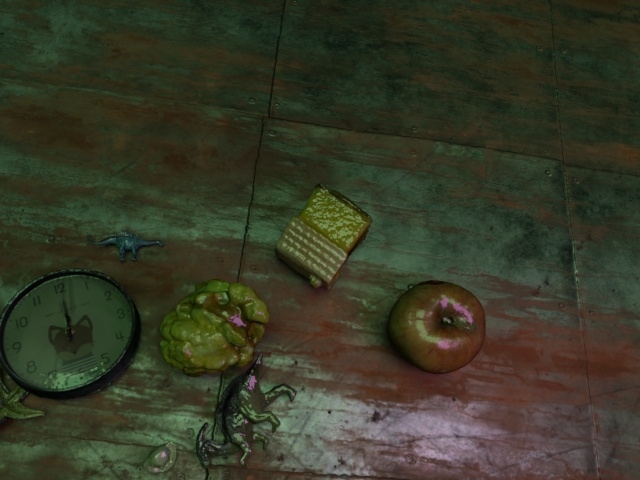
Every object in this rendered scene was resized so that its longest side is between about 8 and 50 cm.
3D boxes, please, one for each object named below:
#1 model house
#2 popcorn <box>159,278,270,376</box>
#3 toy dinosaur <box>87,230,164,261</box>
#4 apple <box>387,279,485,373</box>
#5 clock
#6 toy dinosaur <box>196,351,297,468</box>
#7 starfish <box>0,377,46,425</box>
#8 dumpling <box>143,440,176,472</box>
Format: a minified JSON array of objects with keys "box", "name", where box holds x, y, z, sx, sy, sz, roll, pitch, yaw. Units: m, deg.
[{"box":[0.000,0.000,1.425,0.194,0.174,0.234,34,64,6],"name":"model house"},{"box":[-0.256,0.219,1.267,0.235,0.241,0.250,37,71,5],"name":"popcorn"},{"box":[-0.525,0.012,1.418,0.198,0.045,0.080,4,54,-14],"name":"toy dinosaur"},{"box":[0.301,0.224,1.366,0.261,0.194,0.260,4,68,-9],"name":"apple"},{"box":[-0.613,0.222,1.286,0.326,0.067,0.324,5,61,-9],"name":"clock"},{"box":[-0.181,0.428,1.274,0.162,0.077,0.294,30,67,5],"name":"toy dinosaur"},{"box":[-0.725,0.385,1.224,0.176,0.053,0.208,17,60,9],"name":"starfish"},{"box":[-0.373,0.514,1.233,0.059,0.043,0.077,51,53,-4],"name":"dumpling"}]
